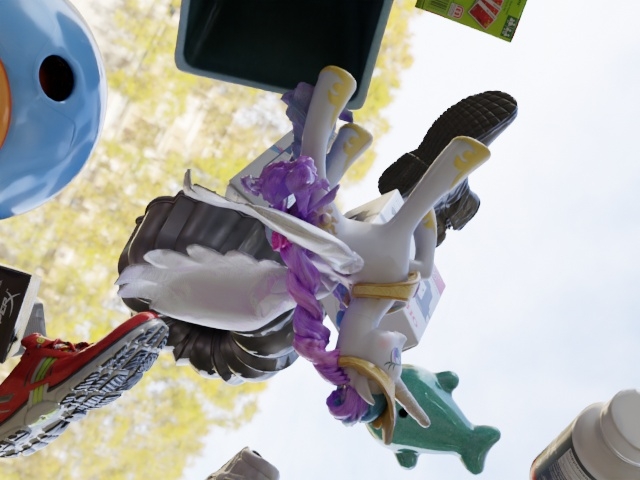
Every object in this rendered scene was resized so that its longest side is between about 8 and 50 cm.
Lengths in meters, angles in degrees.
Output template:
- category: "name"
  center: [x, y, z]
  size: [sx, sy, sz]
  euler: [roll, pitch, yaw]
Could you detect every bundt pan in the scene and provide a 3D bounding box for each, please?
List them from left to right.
- category: "bundt pan"
  center: [-0.161, 0.090, 1.402]
  size: [0.331, 0.331, 0.124]
  euler: [-38, -164, 49]

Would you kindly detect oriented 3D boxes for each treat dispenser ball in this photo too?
- category: "treat dispenser ball"
  center: [-0.376, -0.161, 1.020]
  size: [0.288, 0.288, 0.288]
  euler: [-50, -155, 33]

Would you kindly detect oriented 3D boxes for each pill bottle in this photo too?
- category: "pill bottle"
  center: [0.318, 0.241, 1.063]
  size: [0.180, 0.108, 0.108]
  euler: [114, -12, -49]

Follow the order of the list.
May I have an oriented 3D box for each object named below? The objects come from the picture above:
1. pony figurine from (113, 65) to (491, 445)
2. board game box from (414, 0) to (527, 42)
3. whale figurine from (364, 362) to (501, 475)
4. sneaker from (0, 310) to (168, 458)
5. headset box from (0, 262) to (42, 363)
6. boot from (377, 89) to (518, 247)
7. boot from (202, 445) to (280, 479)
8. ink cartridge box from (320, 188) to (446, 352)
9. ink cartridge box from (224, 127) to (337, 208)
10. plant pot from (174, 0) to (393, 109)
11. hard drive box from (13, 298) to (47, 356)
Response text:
- category: "pony figurine"
  center: [0.000, 0.000, 1.026]
  size: [0.303, 0.351, 0.363]
  euler: [-40, -152, 58]
- category: "board game box"
  center: [0.163, -0.283, 0.868]
  size: [0.043, 0.092, 0.181]
  euler: [-99, -151, -73]
- category: "whale figurine"
  center: [0.210, 0.351, 1.842]
  size: [0.216, 0.272, 0.141]
  euler: [-61, 169, 1]
- category: "sneaker"
  center: [-0.319, 0.156, 1.172]
  size: [0.279, 0.107, 0.118]
  euler: [-33, -113, 6]
- category: "headset box"
  center: [-0.494, 0.049, 1.128]
  size: [0.218, 0.293, 0.110]
  euler: [169, -62, -76]
- category: "boot"
  center: [0.287, -0.143, 1.971]
  size: [0.338, 0.223, 0.118]
  euler: [-37, -134, 5]
- category: "boot"
  center: [-0.128, 0.376, 1.447]
  size: [0.123, 0.095, 0.258]
  euler: [-51, -169, -18]
- category: "ink cartridge box"
  center: [0.082, 0.048, 1.339]
  size: [0.100, 0.172, 0.237]
  euler: [-24, -171, 22]
- category: "ink cartridge box"
  center: [-0.064, -0.095, 1.635]
  size: [0.212, 0.093, 0.154]
  euler: [-40, 166, -27]
- category: "plant pot"
  center: [-0.029, -0.357, 1.217]
  size: [0.252, 0.248, 0.247]
  euler: [-81, -175, -46]
- category: "hard drive box"
  center: [-0.616, 0.150, 1.653]
  size: [0.181, 0.232, 0.089]
  euler: [17, -67, 56]
